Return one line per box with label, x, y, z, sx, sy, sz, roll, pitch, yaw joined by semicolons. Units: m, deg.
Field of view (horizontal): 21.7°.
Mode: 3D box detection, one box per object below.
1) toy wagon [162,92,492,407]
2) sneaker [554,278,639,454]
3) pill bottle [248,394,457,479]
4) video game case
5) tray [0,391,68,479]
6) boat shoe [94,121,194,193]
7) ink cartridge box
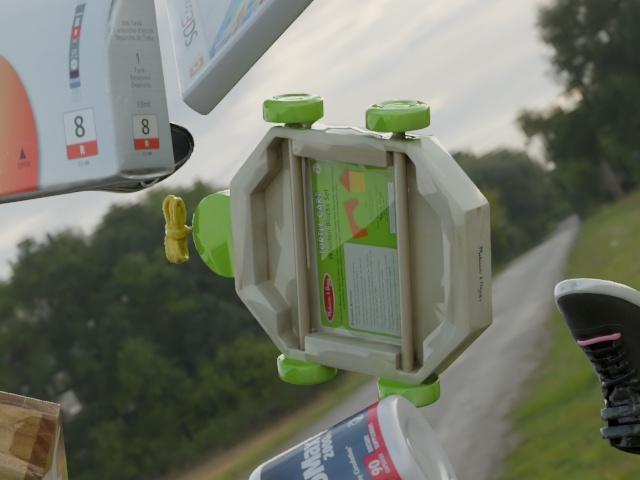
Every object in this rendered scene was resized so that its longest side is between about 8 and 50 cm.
toy wagon;0.000;0.000;1.514;0.344;0.267;0.068;9;18;39
sneaker;0.369;0.164;2.028;0.105;0.147;0.296;-11;-37;33
pill bottle;0.006;0.202;1.256;0.180;0.108;0.108;-30;-3;14
video game case;-0.028;-0.304;1.566;0.329;0.036;0.300;-45;28;17
tray;-0.320;0.200;1.411;0.203;0.076;0.411;13;-23;-2
boat shoe;-0.232;-0.105;1.950;0.079;0.095;0.254;-9;-3;41
ink cartridge box;-0.144;-0.112;0.844;0.145;0.179;0.045;-7;4;44
